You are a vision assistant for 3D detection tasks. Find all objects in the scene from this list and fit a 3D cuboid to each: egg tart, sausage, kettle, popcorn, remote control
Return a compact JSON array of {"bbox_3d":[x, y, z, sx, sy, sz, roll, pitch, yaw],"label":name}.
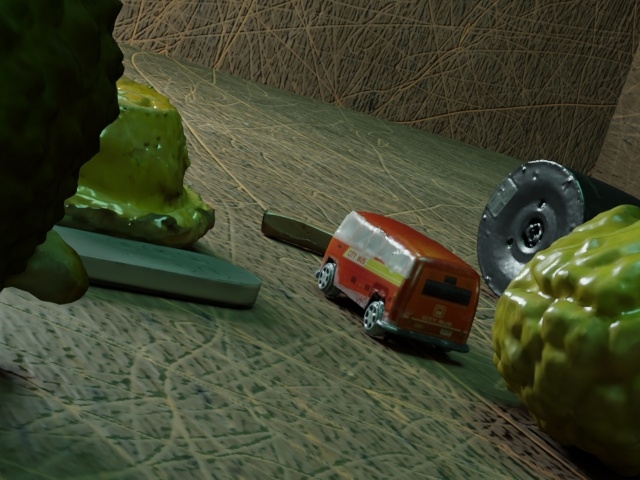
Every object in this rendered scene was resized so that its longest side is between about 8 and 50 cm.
[{"bbox_3d":[-0.204,-0.076,1.174,0.288,0.118,0.288,20,12,-4],"label":"egg tart"},{"bbox_3d":[0.000,0.000,1.388,0.116,0.026,0.026,20,9,7],"label":"sausage"},{"bbox_3d":[0.300,0.028,1.490,0.232,0.144,0.202,15,29,-35],"label":"kettle"},{"bbox_3d":[0.214,0.080,0.956,0.200,0.226,0.203,-36,91,-39],"label":"popcorn"},{"bbox_3d":[-0.147,0.013,1.025,0.245,0.022,0.077,12,9,-37],"label":"remote control"}]

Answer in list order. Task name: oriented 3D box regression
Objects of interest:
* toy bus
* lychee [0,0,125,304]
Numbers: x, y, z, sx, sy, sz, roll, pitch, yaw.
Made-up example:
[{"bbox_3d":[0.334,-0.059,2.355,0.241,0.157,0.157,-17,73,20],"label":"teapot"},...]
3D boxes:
[{"bbox_3d":[0.059,0.029,1.167,0.079,0.077,0.174,15,10,-24],"label":"toy bus"},{"bbox_3d":[-0.217,-0.069,0.637,0.270,0.320,0.270,-15,18,5],"label":"lychee"}]
